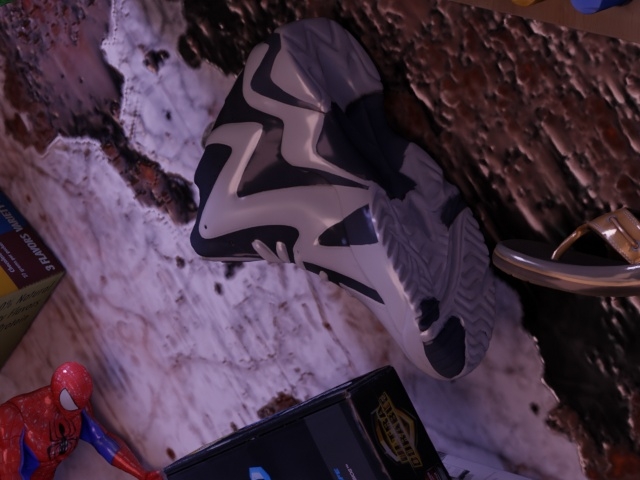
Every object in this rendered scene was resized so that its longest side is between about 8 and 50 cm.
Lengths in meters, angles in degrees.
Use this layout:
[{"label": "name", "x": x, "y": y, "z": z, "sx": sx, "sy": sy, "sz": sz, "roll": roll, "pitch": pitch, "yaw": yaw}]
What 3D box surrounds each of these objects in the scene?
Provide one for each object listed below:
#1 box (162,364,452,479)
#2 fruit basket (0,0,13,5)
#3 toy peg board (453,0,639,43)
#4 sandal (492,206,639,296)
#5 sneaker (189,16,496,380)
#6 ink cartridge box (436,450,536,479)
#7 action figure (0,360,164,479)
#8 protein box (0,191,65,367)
[{"label": "box", "x": 0.020, "y": 0.204, "z": 1.215, "sx": 0.175, "sy": 0.051, "sz": 0.220, "roll": -26, "pitch": 90, "yaw": 42}, {"label": "fruit basket", "x": -0.232, "y": -0.313, "z": 1.149, "sx": 0.392, "sy": 0.283, "sz": 0.392, "roll": 7, "pitch": 110, "yaw": 20}, {"label": "toy peg board", "x": 0.108, "y": -0.190, "z": 1.063, "sx": 0.161, "sy": 0.079, "sz": 0.161, "roll": 18, "pitch": 117, "yaw": 33}, {"label": "sandal", "x": 0.181, "y": 0.007, "z": 1.087, "sx": 0.180, "sy": 0.072, "sz": 0.049, "roll": 5, "pitch": 93, "yaw": 36}, {"label": "sneaker", "x": 0.000, "y": 0.000, "z": 1.207, "sx": 0.153, "sy": 0.094, "sz": 0.235, "roll": -39, "pitch": 80, "yaw": 41}, {"label": "ink cartridge box", "x": 0.071, "y": 0.187, "z": 1.241, "sx": 0.135, "sy": 0.056, "sz": 0.099, "roll": 12, "pitch": 114, "yaw": 34}, {"label": "action figure", "x": -0.200, "y": 0.210, "z": 1.443, "sx": 0.139, "sy": 0.091, "sz": 0.280, "roll": 45, "pitch": 129, "yaw": 25}, {"label": "protein box", "x": -0.329, "y": 0.061, "z": 1.417, "sx": 0.136, "sy": 0.200, "sz": 0.201, "roll": 49, "pitch": 129, "yaw": 14}]
